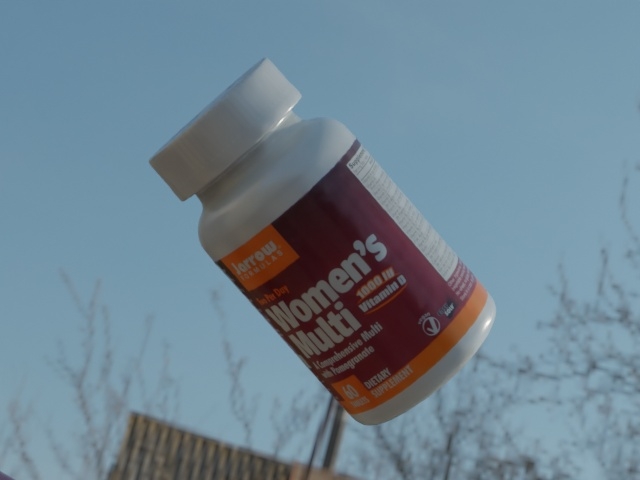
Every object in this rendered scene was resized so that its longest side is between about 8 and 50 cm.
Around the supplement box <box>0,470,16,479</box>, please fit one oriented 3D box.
[{"bbox_3d":[-0.229,0.191,0.900,0.188,0.104,0.081,26,7,20],"label":"supplement box"}]

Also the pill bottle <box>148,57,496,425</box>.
[{"bbox_3d":[0.000,0.000,0.940,0.221,0.121,0.121,49,-28,-8],"label":"pill bottle"}]
